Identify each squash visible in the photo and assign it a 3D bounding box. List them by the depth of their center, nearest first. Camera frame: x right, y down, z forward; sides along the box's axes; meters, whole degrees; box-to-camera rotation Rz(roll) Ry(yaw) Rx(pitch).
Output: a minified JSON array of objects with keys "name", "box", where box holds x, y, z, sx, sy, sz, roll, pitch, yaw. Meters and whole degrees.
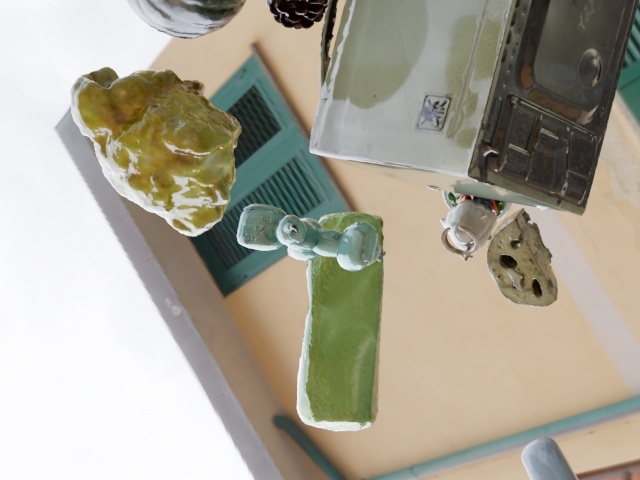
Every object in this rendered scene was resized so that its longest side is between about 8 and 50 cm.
[{"name":"squash","box":[-0.174,-0.369,0.972,0.218,0.218,0.172,60,-149,4]}]

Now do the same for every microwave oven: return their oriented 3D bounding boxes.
[{"name":"microwave oven","box":[0.197,-0.257,0.943,0.247,0.333,0.394,13,-87,-40]}]

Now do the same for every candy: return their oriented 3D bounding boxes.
[{"name":"candy","box":[0.035,0.127,1.211,0.142,0.132,0.343,26,-113,-73]}]

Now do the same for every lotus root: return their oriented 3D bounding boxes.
[{"name":"lotus root","box":[0.482,0.046,1.849,0.234,0.138,0.119,66,-157,-13]}]

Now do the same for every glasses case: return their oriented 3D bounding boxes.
[{"name":"glasses case","box":[0.387,0.400,1.246,0.045,0.067,0.178,49,-167,-35]}]

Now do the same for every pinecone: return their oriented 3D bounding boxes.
[{"name":"pinecone","box":[-0.046,-0.495,1.524,0.140,0.121,0.140,0,-101,0]}]

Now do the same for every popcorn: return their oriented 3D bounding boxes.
[{"name":"popcorn","box":[-0.295,-0.162,1.420,0.293,0.334,0.293,1,-118,-3]}]

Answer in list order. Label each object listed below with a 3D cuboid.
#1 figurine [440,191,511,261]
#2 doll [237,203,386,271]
[{"name":"figurine","box":[0.261,-0.040,1.349,0.132,0.132,0.153,42,-134,-15]},{"name":"doll","box":[0.000,0.000,0.923,0.159,0.159,0.059,17,-96,-41]}]
